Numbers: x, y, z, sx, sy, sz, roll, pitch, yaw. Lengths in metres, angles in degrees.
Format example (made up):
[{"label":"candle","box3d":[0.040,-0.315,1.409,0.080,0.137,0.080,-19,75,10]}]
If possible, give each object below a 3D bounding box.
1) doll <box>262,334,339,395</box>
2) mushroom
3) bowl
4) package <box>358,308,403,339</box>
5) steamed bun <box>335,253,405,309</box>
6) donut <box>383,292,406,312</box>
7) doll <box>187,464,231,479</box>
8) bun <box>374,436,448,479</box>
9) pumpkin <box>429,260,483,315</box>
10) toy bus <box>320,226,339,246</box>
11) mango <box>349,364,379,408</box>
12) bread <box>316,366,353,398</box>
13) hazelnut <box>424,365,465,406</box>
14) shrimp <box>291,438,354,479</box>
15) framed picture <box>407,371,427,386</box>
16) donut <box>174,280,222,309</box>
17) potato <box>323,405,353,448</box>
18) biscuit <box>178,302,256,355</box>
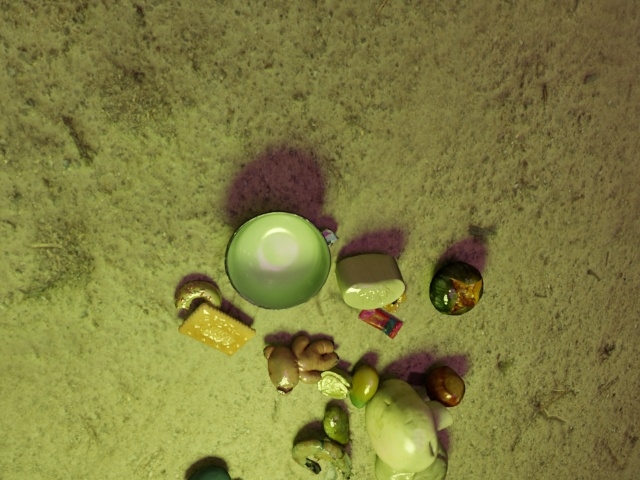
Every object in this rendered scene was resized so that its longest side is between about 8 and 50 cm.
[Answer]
[{"label":"doll","box3d":[-0.077,0.490,1.610,0.304,0.156,0.201,-7,64,-33]},{"label":"mushroom","box3d":[0.349,0.740,1.668,0.353,0.353,0.325,-37,88,-4]},{"label":"bowl","box3d":[-0.147,0.050,1.420,0.355,0.185,0.352,-1,105,-4]},{"label":"package","box3d":[0.256,0.341,1.709,0.201,0.022,0.083,34,93,-19]},{"label":"steamed bun","box3d":[0.187,0.157,1.555,0.251,0.199,0.154,-4,128,-12]},{"label":"donut","box3d":[0.301,0.244,1.685,0.097,0.043,0.108,42,91,-21]},{"label":"doll","box3d":[-0.438,1.028,1.629,0.229,0.154,0.258,-18,101,-7]},{"label":"bun","box3d":[0.425,1.032,1.825,0.366,0.219,0.364,-5,107,-18]},{"label":"pumpkin","box3d":[0.562,0.201,1.687,0.238,0.159,0.237,-9,117,-19]},{"label":"toy bus","box3d":[0.000,0.000,1.531,0.123,0.060,0.074,-36,107,-2]},{"label":"mango","box3d":[0.178,0.614,1.698,0.092,0.130,0.194,5,100,-43]},{"label":"bread","box3d":[0.059,0.591,1.676,0.157,0.064,0.117,28,107,0]},{"label":"hazelnut","box3d":[0.558,0.662,1.798,0.182,0.182,0.181,-4,104,-15]},{"label":"shrimp","box3d":[0.019,0.956,1.739,0.247,0.085,0.360,-27,120,25]},{"label":"framed picture","box3d":[0.440,0.633,1.840,0.089,0.007,0.065,12,101,-18]},{"label":"donut","box3d":[-0.437,0.202,1.454,0.166,0.065,0.108,8,101,-18]},{"label":"potato","box3d":[0.075,0.809,1.736,0.118,0.090,0.225,-30,116,-26]},{"label":"biscuit","box3d":[-0.378,0.335,1.487,0.160,0.030,0.250,-43,122,13]}]
